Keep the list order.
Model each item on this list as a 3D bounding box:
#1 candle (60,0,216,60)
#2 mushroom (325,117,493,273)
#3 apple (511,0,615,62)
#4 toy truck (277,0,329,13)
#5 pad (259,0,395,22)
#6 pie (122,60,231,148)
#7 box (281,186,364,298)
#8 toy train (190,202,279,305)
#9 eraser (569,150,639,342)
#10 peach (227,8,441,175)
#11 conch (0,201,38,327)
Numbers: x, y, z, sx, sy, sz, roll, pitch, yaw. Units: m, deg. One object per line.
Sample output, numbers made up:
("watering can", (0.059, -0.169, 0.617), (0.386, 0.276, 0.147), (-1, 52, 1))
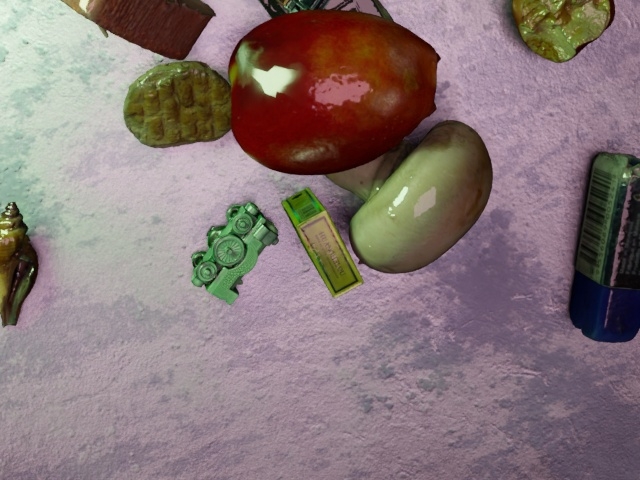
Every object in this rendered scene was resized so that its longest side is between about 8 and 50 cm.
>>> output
("candle", (-0.325, -0.380, 1.660), (0.317, 0.287, 0.131), (29, 102, -15))
("mushroom", (0.130, -0.103, 1.790), (0.290, 0.292, 0.292), (41, 95, 8))
("apple", (0.407, -0.396, 1.819), (0.156, 0.147, 0.158), (-37, 96, 35))
("toy truck", (-0.073, -0.436, 1.750), (0.178, 0.115, 0.080), (35, 95, -34))
("pad", (0.000, -0.401, 1.827), (0.174, 0.022, 0.233), (-37, 103, 3))
("pie", (-0.231, -0.224, 1.778), (0.195, 0.046, 0.195), (-8, 142, -6))
("box", (0.000, 0.000, 1.811), (0.064, 0.220, 0.141), (-29, 106, 0))
("toy train", (-0.149, 0.020, 1.875), (0.105, 0.071, 0.178), (35, 97, -21))
("eraser", (0.531, 0.010, 1.915), (0.102, 0.155, 0.332), (4, 102, -9))
("peach", (0.022, -0.240, 1.696), (0.338, 0.281, 0.281), (-6, 103, -3))
("conch", (-0.525, 0.037, 1.832), (0.086, 0.080, 0.232), (-2, 127, 5))
